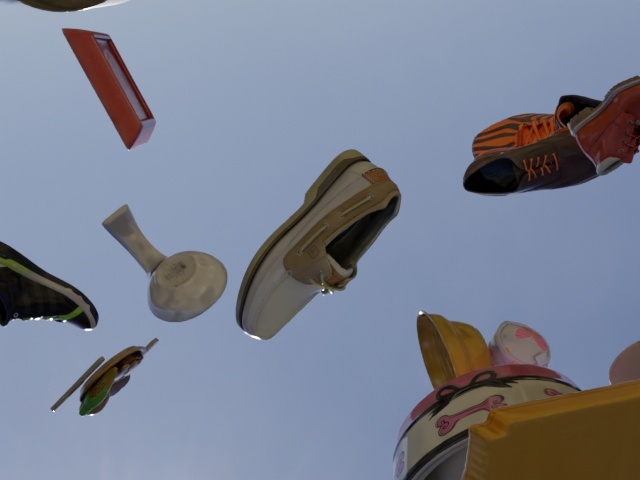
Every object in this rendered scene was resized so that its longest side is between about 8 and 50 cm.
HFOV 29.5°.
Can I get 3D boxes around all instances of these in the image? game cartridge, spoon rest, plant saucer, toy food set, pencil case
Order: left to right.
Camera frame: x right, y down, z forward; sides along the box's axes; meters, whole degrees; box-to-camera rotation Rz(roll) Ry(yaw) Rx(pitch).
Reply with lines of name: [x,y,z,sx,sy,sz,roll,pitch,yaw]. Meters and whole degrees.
toy food set: [-0.303,0.207,1.792,0.132,0.038,0.192,-45,170,18]
plant saucer: [-0.404,-0.309,2.397,0.047,0.259,0.259,-28,-173,3]
spoon rest: [-0.253,0.041,1.975,0.137,0.084,0.276,-39,-131,-13]
pencil case: [0.335,0.281,2.322,0.113,0.273,0.124,-2,-136,-30]
game cartridge: [0.278,0.333,1.430,0.285,0.324,0.052,-5,-163,-31]

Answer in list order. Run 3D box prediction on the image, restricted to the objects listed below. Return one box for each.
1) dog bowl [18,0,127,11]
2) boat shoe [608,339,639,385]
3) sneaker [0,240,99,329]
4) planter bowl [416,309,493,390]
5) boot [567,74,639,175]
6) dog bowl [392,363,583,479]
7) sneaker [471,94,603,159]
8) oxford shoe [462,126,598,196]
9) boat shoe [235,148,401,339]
dog bowl: [-0.313,-0.474,1.624,0.348,0.349,0.102,-2,-179,21]
boat shoe: [0.684,0.189,2.136,0.340,0.127,0.158,-27,169,33]
sneaker: [-0.428,0.086,1.745,0.084,0.234,0.097,-2,-122,50]
planter bowl: [0.256,0.218,2.221,0.090,0.217,0.217,-17,-161,-10]
boot: [0.362,-0.138,1.424,0.059,0.085,0.158,-9,160,-30]
dog bowl: [0.304,0.372,2.032,0.407,0.408,0.150,-10,-137,-4]
sneaker: [0.424,-0.208,2.252,0.321,0.125,0.180,-8,166,20]
oxford shoe: [0.358,-0.116,1.948,0.271,0.097,0.098,-15,-170,28]
boat shoe: [-0.005,0.022,1.678,0.103,0.302,0.113,40,-168,33]
